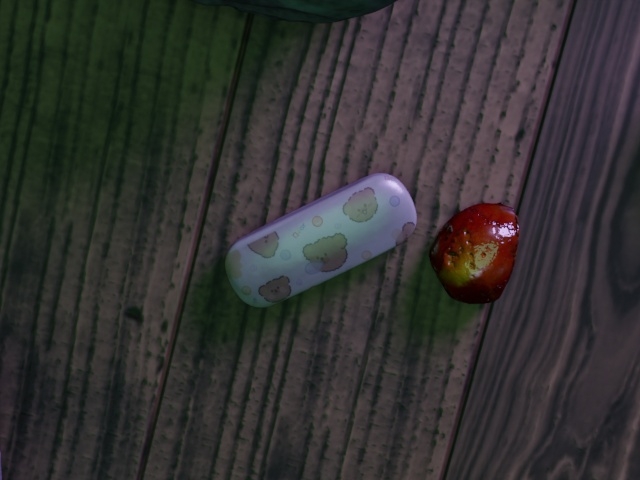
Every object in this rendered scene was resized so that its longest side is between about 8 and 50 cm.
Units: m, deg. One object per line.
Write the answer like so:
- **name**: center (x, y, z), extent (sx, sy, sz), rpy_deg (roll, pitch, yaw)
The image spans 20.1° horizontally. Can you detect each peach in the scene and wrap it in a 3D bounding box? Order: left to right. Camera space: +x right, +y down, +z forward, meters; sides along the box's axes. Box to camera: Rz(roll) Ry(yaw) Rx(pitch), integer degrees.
- **peach**: center (0.133, 0.012, 1.476), extent (0.083, 0.050, 0.077), rpy_deg (-33, 100, 2)

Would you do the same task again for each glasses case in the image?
- **glasses case**: center (0.000, 0.000, 1.476), extent (0.164, 0.041, 0.063), rpy_deg (-25, 100, 5)

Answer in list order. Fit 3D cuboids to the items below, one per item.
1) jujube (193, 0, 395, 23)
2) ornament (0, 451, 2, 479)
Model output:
- **jujube**: center (-0.048, -0.290, 1.335), extent (0.308, 0.215, 0.246), rpy_deg (24, 123, -8)
- **ornament**: center (-0.389, 0.216, 1.419), extent (0.240, 0.239, 0.239), rpy_deg (0, 101, 0)
